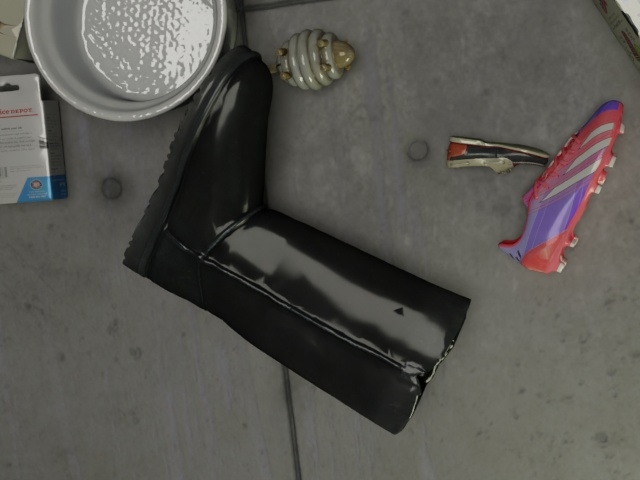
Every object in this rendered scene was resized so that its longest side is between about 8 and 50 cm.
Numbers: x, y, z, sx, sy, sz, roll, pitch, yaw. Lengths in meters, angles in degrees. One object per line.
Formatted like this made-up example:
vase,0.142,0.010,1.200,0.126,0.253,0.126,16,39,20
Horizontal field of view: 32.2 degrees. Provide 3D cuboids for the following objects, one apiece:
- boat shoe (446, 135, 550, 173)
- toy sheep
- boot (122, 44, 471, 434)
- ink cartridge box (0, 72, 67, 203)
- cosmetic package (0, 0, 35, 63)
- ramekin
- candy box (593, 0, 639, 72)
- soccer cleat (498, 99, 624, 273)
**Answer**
boat shoe,0.237,-0.111,1.482,0.137,0.049,0.043,9,100,12
toy sheep,-0.016,-0.243,1.495,0.132,0.091,0.091,-3,95,19
boot,-0.001,0.002,1.473,0.445,0.146,0.367,31,114,11
ink cartridge box,-0.429,-0.145,1.590,0.104,0.060,0.180,-3,95,11
cosmetic package,-0.525,-0.371,1.561,0.309,0.113,0.160,19,98,9
ramekin,-0.246,-0.299,1.506,0.277,0.135,0.277,1,95,10
candy box,0.430,-0.242,1.380,0.071,0.159,0.233,-34,89,10
soccer cleat,0.321,-0.075,1.457,0.095,0.083,0.248,24,102,12
